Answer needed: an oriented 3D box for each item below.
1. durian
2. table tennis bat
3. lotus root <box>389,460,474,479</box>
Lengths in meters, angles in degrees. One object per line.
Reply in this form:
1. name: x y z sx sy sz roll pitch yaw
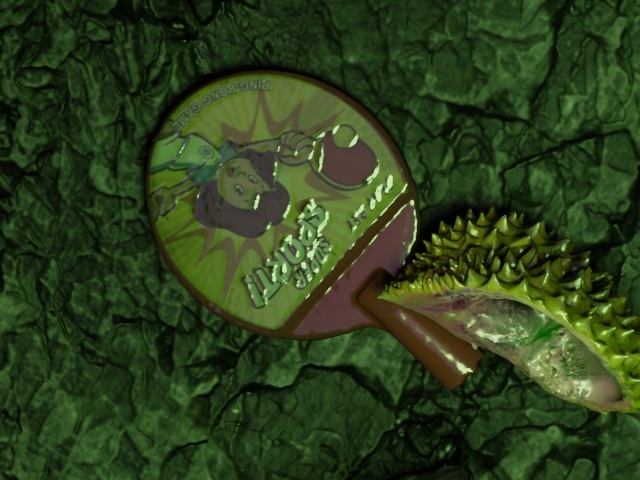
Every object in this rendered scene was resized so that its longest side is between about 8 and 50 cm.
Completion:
1. durian: 0.228 0.069 1.514 0.260 0.186 0.153 31 89 -23
2. table tennis bat: 0.000 0.000 1.601 0.415 0.051 0.268 42 99 2
3. lotus root: 0.056 0.347 1.541 0.272 0.272 0.192 -17 103 8
